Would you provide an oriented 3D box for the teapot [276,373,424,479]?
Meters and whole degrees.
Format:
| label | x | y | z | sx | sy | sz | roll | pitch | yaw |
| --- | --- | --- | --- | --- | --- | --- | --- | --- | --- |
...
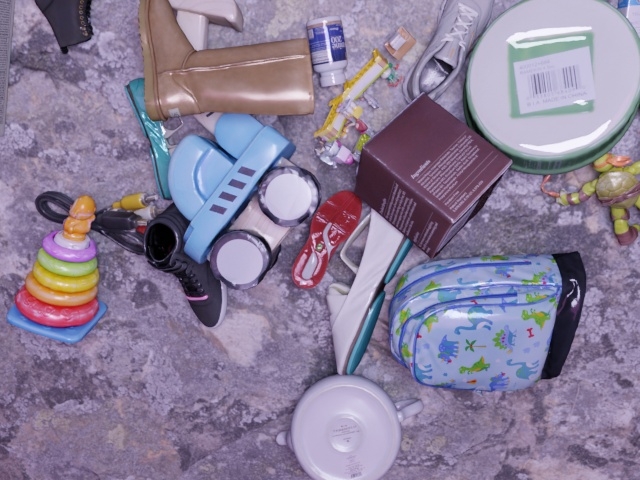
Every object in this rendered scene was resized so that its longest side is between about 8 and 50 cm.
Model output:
| label | x | y | z | sx | sy | sz | roll | pitch | yaw |
| --- | --- | --- | --- | --- | --- | --- | --- | --- | --- |
| teapot | 0.061 | 0.406 | 1.239 | 0.256 | 0.187 | 0.253 | 29 | 85 | 8 |

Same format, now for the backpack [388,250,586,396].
| label | x | y | z | sx | sy | sz | roll | pitch | yaw |
| --- | --- | --- | --- | --- | --- | --- | --- | --- | --- |
| backpack | 0.311 | 0.163 | 1.123 | 0.355 | 0.273 | 0.290 | 10 | 126 | 14 |

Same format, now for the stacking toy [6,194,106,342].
| label | x | y | z | sx | sy | sz | roll | pitch | yaw |
| --- | --- | --- | --- | --- | --- | --- | --- | --- | --- |
| stacking toy | -0.518 | 0.042 | 1.160 | 0.165 | 0.175 | 0.302 | 20 | 111 | -4 |

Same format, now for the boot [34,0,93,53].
| label | x | y | z | sx | sy | sz | roll | pitch | yaw |
| --- | --- | --- | --- | --- | --- | --- | --- | --- | --- |
| boot | -0.440 | -0.451 | 1.067 | 0.197 | 0.077 | 0.137 | -12 | 111 | 22 |

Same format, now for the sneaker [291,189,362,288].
| label | x | y | z | sx | sy | sz | roll | pitch | yaw |
| --- | --- | --- | --- | --- | --- | --- | --- | --- | --- |
| sneaker | 0.000 | 0.000 | 1.167 | 0.087 | 0.128 | 0.221 | 36 | 77 | -5 |

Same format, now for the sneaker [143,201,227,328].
| label | x | y | z | sx | sy | sz | roll | pitch | yaw |
| --- | --- | --- | --- | --- | --- | --- | --- | --- | --- |
| sneaker | -0.284 | 0.065 | 1.162 | 0.104 | 0.147 | 0.296 | -4 | 106 | 23 |

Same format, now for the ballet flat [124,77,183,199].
| label | x | y | z | sx | sy | sz | roll | pitch | yaw |
| --- | --- | --- | --- | --- | --- | --- | --- | --- | --- |
| ballet flat | -0.310 | -0.203 | 1.128 | 0.087 | 0.083 | 0.247 | -16 | 108 | -6 |

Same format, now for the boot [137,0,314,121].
| label | x | y | z | sx | sy | sz | roll | pitch | yaw |
| --- | --- | --- | --- | --- | --- | --- | --- | --- | --- |
| boot | -0.153 | -0.309 | 0.938 | 0.269 | 0.089 | 0.236 | -6 | 86 | -2 |

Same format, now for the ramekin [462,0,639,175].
| label | x | y | z | sx | sy | sz | roll | pitch | yaw |
| --- | --- | --- | --- | --- | --- | --- | --- | --- | --- |
| ramekin | 0.393 | -0.267 | 0.968 | 0.303 | 0.148 | 0.304 | 1 | 94 | 20 |

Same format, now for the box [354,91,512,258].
| label | x | y | z | sx | sy | sz | roll | pitch | yaw |
| --- | --- | --- | --- | --- | --- | --- | --- | --- | --- |
| box | 0.193 | -0.112 | 1.011 | 0.203 | 0.168 | 0.167 | 42 | 72 | 14 |

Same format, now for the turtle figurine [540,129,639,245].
| label | x | y | z | sx | sy | sz | roll | pitch | yaw |
| --- | --- | --- | --- | --- | --- | --- | --- | --- | --- |
| turtle figurine | 0.582 | -0.097 | 1.063 | 0.269 | 0.087 | 0.217 | -31 | 111 | 32 |

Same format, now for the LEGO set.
| label | x | y | z | sx | sy | sz | roll | pitch | yaw |
| --- | --- | --- | --- | --- | --- | --- | --- | --- | --- |
| LEGO set | 0.095 | -0.254 | 1.069 | 0.107 | 0.132 | 0.287 | 35 | 84 | -24 |

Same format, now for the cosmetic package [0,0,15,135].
| label | x | y | z | sx | sy | sz | roll | pitch | yaw |
| --- | --- | --- | --- | --- | --- | --- | --- | --- | --- |
| cosmetic package | -0.691 | -0.350 | 1.071 | 0.129 | 0.153 | 0.296 | 15 | 107 | 1 |

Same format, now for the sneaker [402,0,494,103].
| label | x | y | z | sx | sy | sz | roll | pitch | yaw |
| --- | --- | --- | --- | --- | --- | --- | --- | --- | --- |
| sneaker | 0.242 | -0.356 | 1.015 | 0.099 | 0.121 | 0.263 | 24 | 108 | -4 |

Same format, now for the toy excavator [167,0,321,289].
| label | x | y | z | sx | sy | sz | roll | pitch | yaw |
| --- | --- | --- | --- | --- | --- | --- | --- | --- | --- |
| toy excavator | -0.182 | -0.192 | 1.054 | 0.445 | 0.222 | 0.433 | 37 | 97 | -3 |

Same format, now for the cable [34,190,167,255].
| label | x | y | z | sx | sy | sz | roll | pitch | yaw |
| --- | --- | --- | --- | --- | --- | --- | --- | --- | --- |
| cable | -0.463 | -0.046 | 1.214 | 0.287 | 0.072 | 0.140 | 7 | 125 | 15 |

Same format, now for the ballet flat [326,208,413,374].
| label | x | y | z | sx | sy | sz | roll | pitch | yaw |
| --- | --- | --- | --- | --- | --- | --- | --- | --- | --- |
| ballet flat | 0.089 | 0.083 | 1.175 | 0.139 | 0.139 | 0.400 | 22 | 104 | -3 |

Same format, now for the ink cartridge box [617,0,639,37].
| label | x | y | z | sx | sy | sz | roll | pitch | yaw |
| --- | --- | --- | --- | --- | --- | --- | --- | --- | --- |
| ink cartridge box | 0.584 | -0.385 | 1.017 | 0.088 | 0.052 | 0.123 | 1 | 106 | 4 |

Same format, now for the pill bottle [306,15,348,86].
| label | x | y | z | sx | sy | sz | roll | pitch | yaw |
| --- | --- | --- | --- | --- | --- | --- | --- | --- | --- |
| pill bottle | 0.015 | -0.354 | 1.060 | 0.067 | 0.067 | 0.120 | -8 | 107 | 7 |
